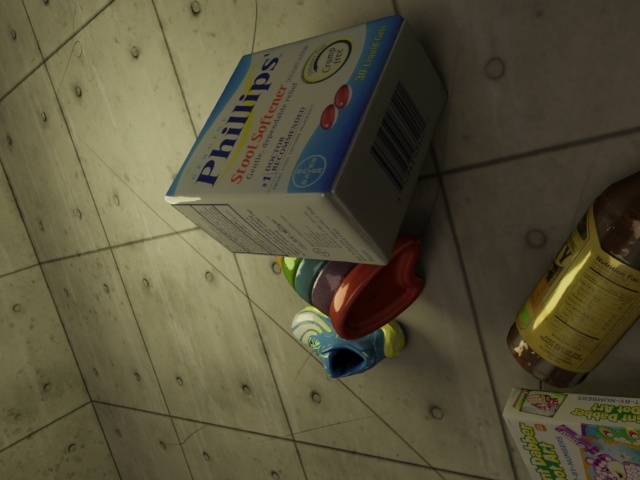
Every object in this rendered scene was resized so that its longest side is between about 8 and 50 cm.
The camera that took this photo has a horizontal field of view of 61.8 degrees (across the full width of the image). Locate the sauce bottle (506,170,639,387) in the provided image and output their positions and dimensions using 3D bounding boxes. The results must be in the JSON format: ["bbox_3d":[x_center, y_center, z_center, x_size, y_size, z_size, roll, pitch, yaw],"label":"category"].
[{"bbox_3d":[0.332,0.015,0.590,0.111,0.111,0.345,37,126,24],"label":"sauce bottle"}]

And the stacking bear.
[{"bbox_3d":[0.000,0.000,0.833,0.289,0.164,0.175,44,165,32],"label":"stacking bear"}]

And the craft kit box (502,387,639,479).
[{"bbox_3d":[0.384,0.293,0.651,0.246,0.061,0.250,-9,117,45],"label":"craft kit box"}]

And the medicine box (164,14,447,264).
[{"bbox_3d":[-0.019,-0.123,0.709,0.289,0.264,0.149,3,151,39],"label":"medicine box"}]

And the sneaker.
[{"bbox_3d":[0.017,0.168,0.907,0.240,0.126,0.091,-4,104,41],"label":"sneaker"}]
